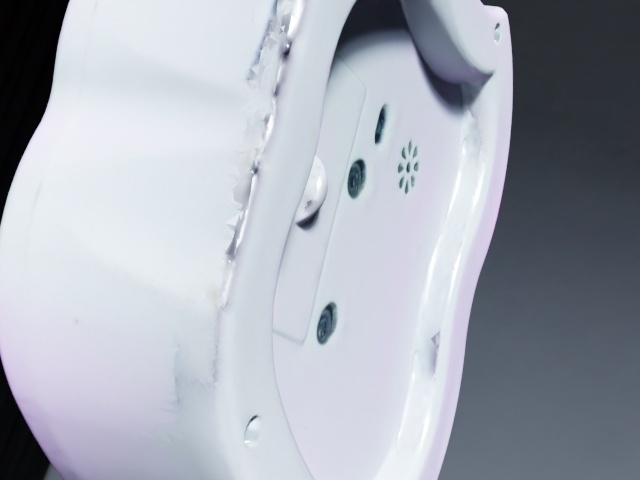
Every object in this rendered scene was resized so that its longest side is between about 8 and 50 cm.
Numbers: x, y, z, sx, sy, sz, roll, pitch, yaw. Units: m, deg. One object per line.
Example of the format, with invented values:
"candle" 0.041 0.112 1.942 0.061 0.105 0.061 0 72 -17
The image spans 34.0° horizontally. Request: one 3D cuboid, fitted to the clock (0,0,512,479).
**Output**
"clock" 0.000 0.000 0.509 0.102 0.339 0.338 8 -5 26
